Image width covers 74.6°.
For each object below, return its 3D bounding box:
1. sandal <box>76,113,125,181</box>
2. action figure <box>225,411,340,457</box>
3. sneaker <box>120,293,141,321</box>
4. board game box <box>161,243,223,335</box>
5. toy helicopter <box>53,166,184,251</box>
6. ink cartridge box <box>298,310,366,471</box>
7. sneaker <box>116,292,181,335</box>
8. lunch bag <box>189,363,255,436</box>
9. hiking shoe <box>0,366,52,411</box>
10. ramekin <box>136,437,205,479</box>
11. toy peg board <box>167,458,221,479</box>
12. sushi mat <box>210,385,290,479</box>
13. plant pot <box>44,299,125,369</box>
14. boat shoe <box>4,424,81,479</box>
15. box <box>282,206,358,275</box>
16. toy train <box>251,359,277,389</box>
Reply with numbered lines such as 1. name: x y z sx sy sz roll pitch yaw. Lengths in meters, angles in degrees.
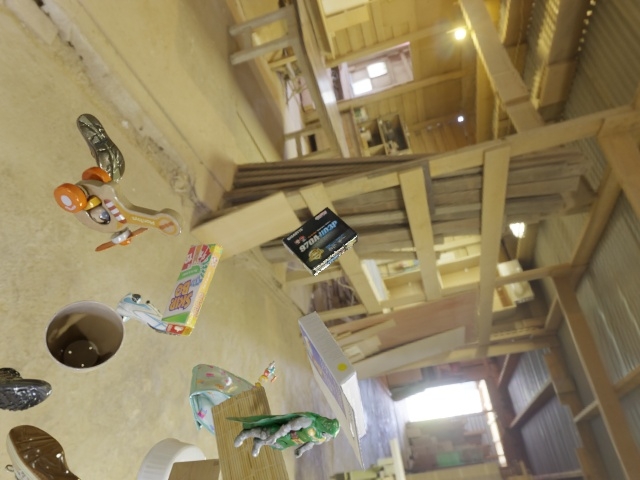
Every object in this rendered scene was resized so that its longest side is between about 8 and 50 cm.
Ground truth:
1. sandal: -0.696 -0.287 1.323 0.090 0.060 0.219 -46 124 -37
2. action figure: -0.057 0.349 0.759 0.137 0.232 0.063 41 40 -27
3. sneaker: -0.861 0.303 1.900 0.063 0.162 0.073 43 11 15
4. board game box: -0.363 0.133 1.178 0.039 0.124 0.259 34 63 -44
5. toy helicopter: -0.561 -0.061 1.215 0.140 0.355 0.235 -66 164 -53
6. ink cartridge box: 0.052 0.388 1.101 0.307 0.072 0.304 48 -24 47
7. sneaker: -0.586 0.263 1.467 0.237 0.085 0.086 35 63 -21
8. lunch bag: -0.334 0.541 1.417 0.262 0.160 0.223 40 -1 -15
9. hiking shoe: -0.761 0.348 1.023 0.114 0.227 0.086 -96 -175 -64
10. ramekin: -0.593 0.960 1.707 0.277 0.135 0.277 30 57 -59
11. toy peg board: -0.387 0.772 1.291 0.161 0.160 0.079 -94 178 -64
12. sushi mat: -0.175 0.514 1.033 0.316 0.151 0.019 -121 -167 -50
13. plant pot: -0.907 0.400 1.606 0.256 0.274 0.256 18 52 -24
14. boat shoe: -0.624 0.538 0.940 0.285 0.089 0.104 38 3 22
15. box: 0.000 0.000 1.523 0.175 0.220 0.051 44 -19 27
16. toy train: -0.181 0.453 1.298 0.046 0.166 0.125 38 -22 2
